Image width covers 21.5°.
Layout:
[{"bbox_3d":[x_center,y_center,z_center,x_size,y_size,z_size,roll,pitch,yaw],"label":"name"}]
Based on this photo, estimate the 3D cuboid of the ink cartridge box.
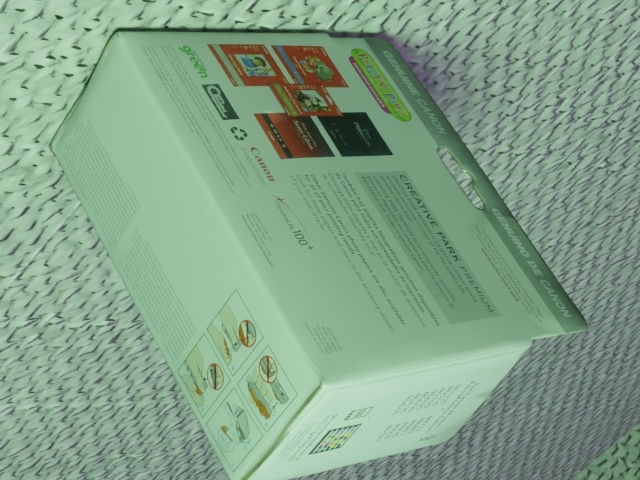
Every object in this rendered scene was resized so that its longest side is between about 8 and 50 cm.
[{"bbox_3d":[0.000,0.000,1.226,0.272,0.309,0.130,-6,145,-41],"label":"ink cartridge box"}]
